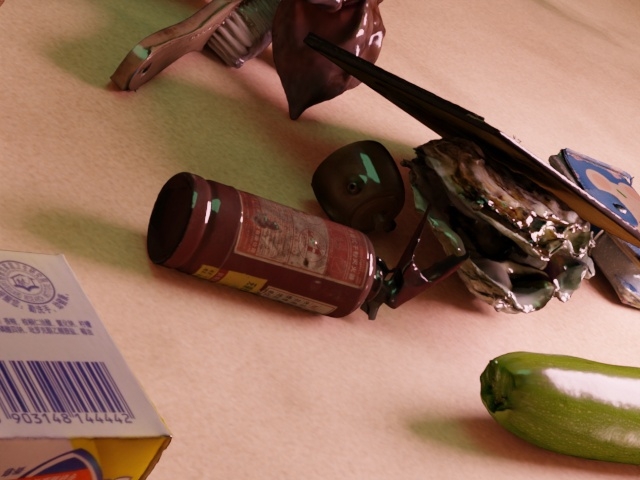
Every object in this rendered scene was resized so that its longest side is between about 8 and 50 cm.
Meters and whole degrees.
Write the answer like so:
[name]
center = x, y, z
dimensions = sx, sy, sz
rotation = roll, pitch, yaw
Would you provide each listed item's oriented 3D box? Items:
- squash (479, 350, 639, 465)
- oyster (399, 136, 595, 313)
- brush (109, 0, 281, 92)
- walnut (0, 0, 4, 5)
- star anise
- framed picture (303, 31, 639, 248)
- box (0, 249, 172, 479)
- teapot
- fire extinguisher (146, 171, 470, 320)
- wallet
[squash]
center = 0.239, 0.139, 1.361
dimensions = 0.292, 0.082, 0.082
rotation = 10, 33, -35
[oyster]
center = 0.149, -0.014, 1.483
dimensions = 0.198, 0.112, 0.268
rotation = 37, 13, 7
[brush]
center = -0.103, -0.189, 1.590
dimensions = 0.065, 0.070, 0.327
rotation = 44, 28, 1
[walnut]
center = -0.346, -0.274, 1.114
dimensions = 0.384, 0.383, 0.383
rotation = 25, 26, -14
[star anise]
center = 0.023, -0.267, 1.610
dimensions = 0.108, 0.315, 0.315
rotation = 13, 27, 1
[framed picture]
center = 0.163, -0.081, 1.553
dimensions = 0.255, 0.014, 0.339
rotation = 32, 2, 42
[box]
center = -0.235, 0.082, 0.915
dimensions = 0.265, 0.097, 0.168
rotation = 6, 36, -44
[teapot]
center = 0.041, -0.036, 1.469
dimensions = 0.068, 0.076, 0.121
rotation = 62, 7, 29
[fire extinguisher]
center = 0.000, 0.007, 1.298
dimensions = 0.252, 0.106, 0.075
rotation = 18, 40, -27
[wallet]
center = 0.312, -0.005, 1.725
dimensions = 0.141, 0.059, 0.202
rotation = 19, 29, -39
